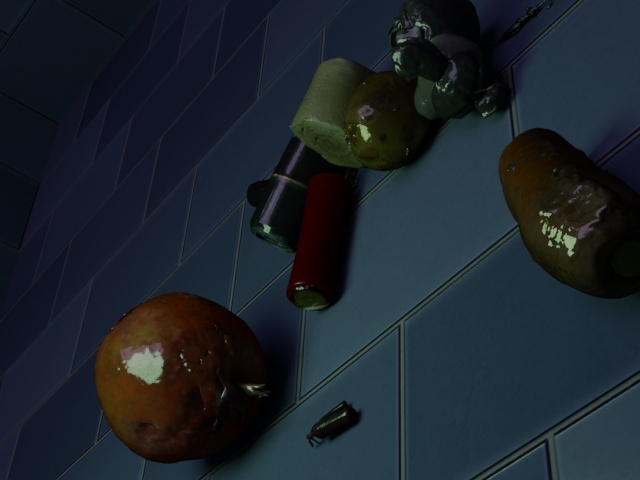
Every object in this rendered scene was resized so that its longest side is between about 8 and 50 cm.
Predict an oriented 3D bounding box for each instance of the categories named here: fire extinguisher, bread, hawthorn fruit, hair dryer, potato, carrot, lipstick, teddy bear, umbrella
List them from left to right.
[{"bbox_3d":[-0.194,0.218,1.900,0.307,0.276,0.276,-5,58,45],"label":"hawthorn fruit"},{"bbox_3d":[-0.085,-0.072,2.205,0.189,0.107,0.352,-64,16,-10],"label":"hair dryer"},{"bbox_3d":[0.000,0.000,1.951,0.080,0.080,0.241,-35,34,45],"label":"lipstick"},{"bbox_3d":[0.013,0.254,1.695,0.100,0.032,0.046,-33,46,36],"label":"fire extinguisher"},{"bbox_3d":[0.039,-0.211,2.013,0.141,0.148,0.134,-67,9,-27],"label":"bread"},{"bbox_3d":[0.048,-0.119,2.057,0.047,0.026,0.083,-26,37,51],"label":"hair dryer"},{"bbox_3d":[0.108,-0.196,1.895,0.137,0.137,0.176,-29,48,50],"label":"potato"},{"bbox_3d":[0.169,-0.267,1.803,0.144,0.171,0.251,-52,27,36],"label":"teddy bear"},{"bbox_3d":[0.302,-0.329,1.800,0.122,0.013,0.022,-35,56,43],"label":"umbrella"},{"bbox_3d":[0.284,-0.033,1.366,0.139,0.139,0.302,-55,17,12],"label":"carrot"}]
